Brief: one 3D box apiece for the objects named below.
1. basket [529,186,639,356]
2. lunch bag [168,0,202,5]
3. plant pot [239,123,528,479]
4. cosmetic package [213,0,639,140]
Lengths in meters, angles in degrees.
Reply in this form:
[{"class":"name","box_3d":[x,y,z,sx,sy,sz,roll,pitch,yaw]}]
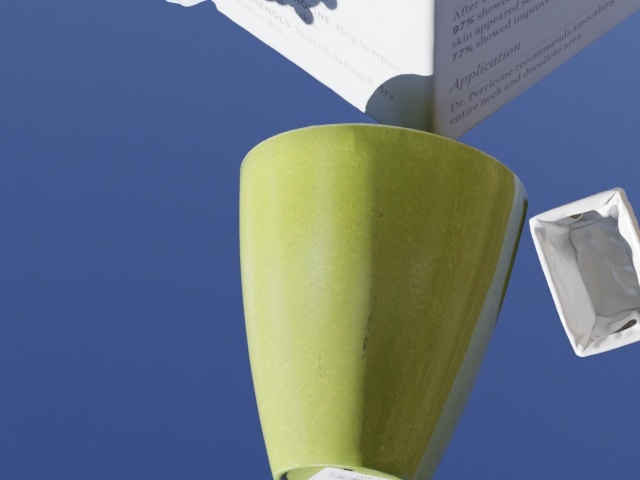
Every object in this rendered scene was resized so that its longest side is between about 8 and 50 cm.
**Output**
[{"class":"basket","box_3d":[0.315,0.030,1.966,0.103,0.113,0.167,-31,-79,-75]},{"class":"lunch bag","box_3d":[-0.151,-0.293,1.895,0.053,0.071,0.083,-42,-148,-20]},{"class":"plant pot","box_3d":[0.041,0.085,1.614,0.274,0.275,0.294,13,-113,-12]},{"class":"cosmetic package","box_3d":[0.106,-0.369,1.645,0.329,0.394,0.327,-34,-125,-27]}]
